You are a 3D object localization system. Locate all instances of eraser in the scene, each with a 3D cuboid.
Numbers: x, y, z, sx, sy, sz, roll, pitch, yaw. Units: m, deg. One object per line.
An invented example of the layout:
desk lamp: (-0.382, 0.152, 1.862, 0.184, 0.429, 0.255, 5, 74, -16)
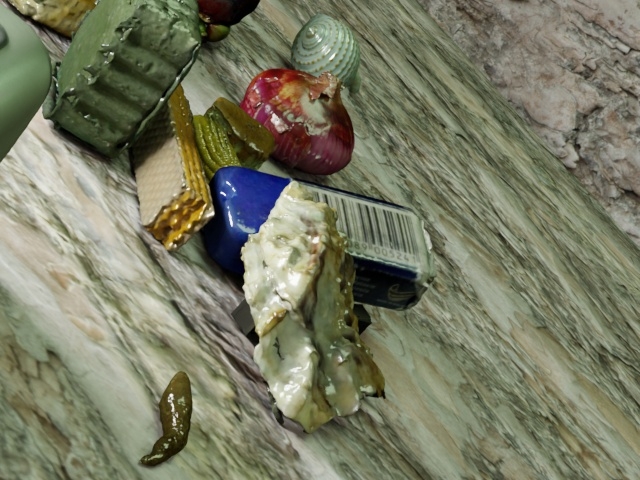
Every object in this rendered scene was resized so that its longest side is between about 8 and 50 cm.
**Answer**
eraser: (0.000, 0.000, 1.809, 0.332, 0.101, 0.155, 12, 45, -25)

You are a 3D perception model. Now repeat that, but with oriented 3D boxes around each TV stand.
TV stand: (-0.020, 0.107, 1.744, 0.256, 0.049, 0.040, 10, 39, -55)

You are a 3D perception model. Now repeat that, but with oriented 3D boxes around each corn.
corn: (-0.162, -0.120, 1.910, 0.072, 0.072, 0.203, 24, 26, -37)

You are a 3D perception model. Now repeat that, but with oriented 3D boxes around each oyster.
oyster: (-0.008, 0.067, 1.612, 0.201, 0.107, 0.354, 7, 54, -35)

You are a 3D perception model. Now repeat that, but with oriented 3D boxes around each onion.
onion: (-0.021, -0.223, 2.229, 0.230, 0.163, 0.230, 37, 28, -24)

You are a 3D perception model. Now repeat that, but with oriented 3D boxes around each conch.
conch: (0.006, -0.367, 2.604, 0.172, 0.131, 0.200, 34, -30, 42)

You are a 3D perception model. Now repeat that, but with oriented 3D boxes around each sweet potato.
sweet potato: (-0.157, 0.194, 1.356, 0.041, 0.038, 0.153, 17, 33, -3)

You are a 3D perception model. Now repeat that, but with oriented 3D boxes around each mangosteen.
mangosteen: (-0.206, -0.480, 2.382, 0.216, 0.216, 0.216, 35, 22, -16)

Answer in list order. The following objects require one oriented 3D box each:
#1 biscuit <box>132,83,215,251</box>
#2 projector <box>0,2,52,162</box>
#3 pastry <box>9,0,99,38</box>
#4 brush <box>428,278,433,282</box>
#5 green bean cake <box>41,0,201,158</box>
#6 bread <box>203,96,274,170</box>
biscuit: (-0.221, -0.127, 1.795, 0.054, 0.094, 0.378, 35, 22, -32)
projector: (-0.438, -0.133, 1.211, 0.248, 0.248, 0.249, 39, 21, -6)
pastry: (-0.408, -0.443, 2.027, 0.330, 0.136, 0.329, 33, 23, -16)
brush: (0.131, 0.003, 2.236, 0.190, 0.027, 0.034, 40, 19, -1)
green bean cake: (-0.273, -0.268, 1.772, 0.132, 0.241, 0.255, 29, 24, -25)
bread: (-0.140, -0.166, 2.042, 0.128, 0.069, 0.140, 36, 21, -12)
